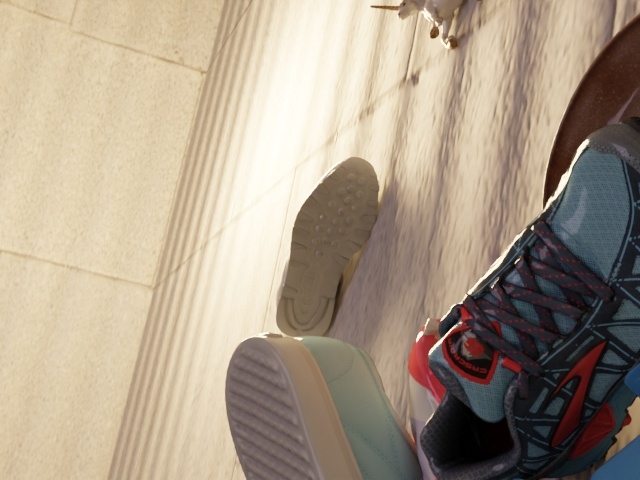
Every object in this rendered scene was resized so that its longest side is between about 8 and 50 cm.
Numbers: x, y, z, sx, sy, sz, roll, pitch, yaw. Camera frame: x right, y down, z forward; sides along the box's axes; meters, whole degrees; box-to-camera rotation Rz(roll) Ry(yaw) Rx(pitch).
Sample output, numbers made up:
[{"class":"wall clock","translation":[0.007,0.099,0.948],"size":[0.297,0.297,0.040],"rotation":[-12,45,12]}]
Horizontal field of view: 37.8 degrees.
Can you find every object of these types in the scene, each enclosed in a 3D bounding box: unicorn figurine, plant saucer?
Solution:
[{"class":"unicorn figurine","translation":[0.131,-0.261,1.004],"size":[0.162,0.060,0.111],"rotation":[-41,33,33]},{"class":"plant saucer","translation":[0.210,-0.055,0.589],"size":[0.198,0.036,0.198],"rotation":[-164,90,-72]}]

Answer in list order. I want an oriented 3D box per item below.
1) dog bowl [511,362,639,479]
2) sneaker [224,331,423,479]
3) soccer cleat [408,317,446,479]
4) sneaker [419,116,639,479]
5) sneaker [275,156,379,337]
[{"class":"dog bowl","translation":[0.150,0.173,0.454],"size":[0.166,0.074,0.297],"rotation":[-74,10,-45]},{"class":"sneaker","translation":[0.050,0.233,0.713],"size":[0.135,0.150,0.366],"rotation":[-41,58,45]},{"class":"soccer cleat","translation":[0.104,0.168,0.674],"size":[0.095,0.083,0.248],"rotation":[92,177,-49]},{"class":"sneaker","translation":[0.127,0.056,0.520],"size":[0.104,0.125,0.262],"rotation":[50,141,42]},{"class":"sneaker","translation":[0.000,0.000,1.123],"size":[0.095,0.090,0.235],"rotation":[-91,24,-68]}]
